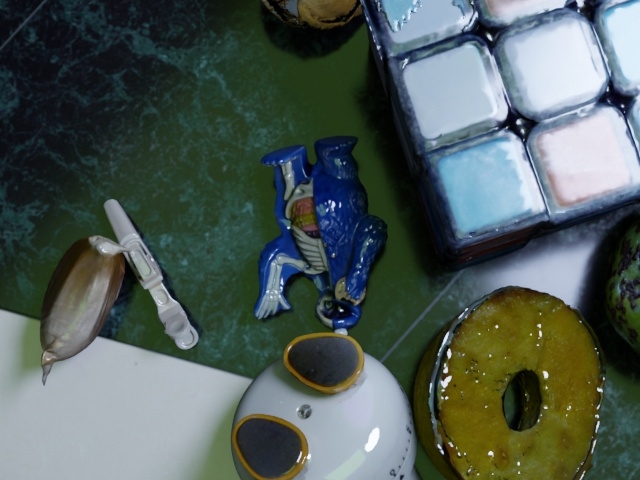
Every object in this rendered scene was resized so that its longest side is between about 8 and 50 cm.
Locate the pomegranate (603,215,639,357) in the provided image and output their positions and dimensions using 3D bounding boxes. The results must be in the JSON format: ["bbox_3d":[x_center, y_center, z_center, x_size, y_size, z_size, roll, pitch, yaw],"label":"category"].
[{"bbox_3d":[0.461,0.053,1.623,0.254,0.270,0.254,-7,105,-28],"label":"pomegranate"}]

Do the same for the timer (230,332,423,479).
[{"bbox_3d":[0.014,0.253,1.649,0.234,0.240,0.233,-11,55,16],"label":"timer"}]

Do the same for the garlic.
[{"bbox_3d":[-0.315,0.088,1.690,0.090,0.128,0.198,30,83,-11],"label":"garlic"}]

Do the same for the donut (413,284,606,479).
[{"bbox_3d":[0.227,0.198,1.634,0.272,0.107,0.272,4,80,-23],"label":"donut"}]

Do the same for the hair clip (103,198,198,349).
[{"bbox_3d":[-0.226,0.040,1.722,0.034,0.072,0.226,-30,83,-4],"label":"hair clip"}]

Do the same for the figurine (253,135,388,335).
[{"bbox_3d":[0.007,-0.006,1.704,0.164,0.121,0.262,5,101,9],"label":"figurine"}]

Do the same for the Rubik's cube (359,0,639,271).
[{"bbox_3d":[0.260,-0.181,1.581,0.359,0.362,0.363,-20,84,0],"label":"Rubik's cube"}]

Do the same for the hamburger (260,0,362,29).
[{"bbox_3d":[0.004,-0.380,1.704,0.107,0.231,0.231,30,85,35],"label":"hamburger"}]
